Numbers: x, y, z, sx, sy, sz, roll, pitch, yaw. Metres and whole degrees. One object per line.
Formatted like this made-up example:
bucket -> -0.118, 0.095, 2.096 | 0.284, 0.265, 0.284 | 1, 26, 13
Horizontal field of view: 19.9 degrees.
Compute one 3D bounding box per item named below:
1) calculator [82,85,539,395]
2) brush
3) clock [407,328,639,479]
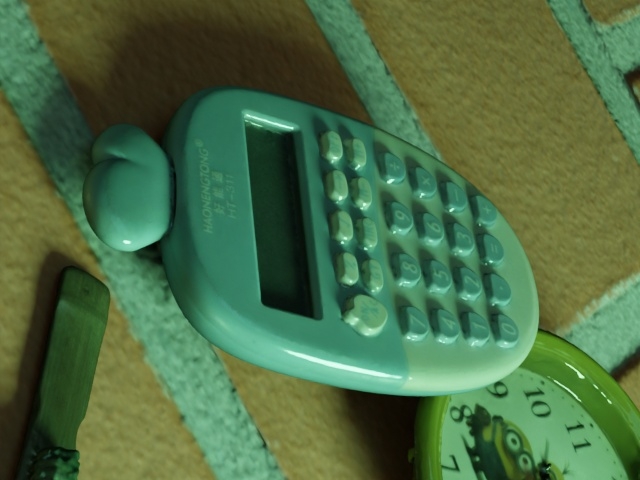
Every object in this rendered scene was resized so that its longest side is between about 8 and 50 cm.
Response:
calculator -> 0.000, 0.000, 1.053 | 0.303, 0.042, 0.188 | 14, 51, -26
brush -> -0.128, 0.090, 0.904 | 0.034, 0.028, 0.190 | 35, 44, -30
clock -> 0.133, 0.166, 1.114 | 0.237, 0.057, 0.237 | 23, 51, -32
